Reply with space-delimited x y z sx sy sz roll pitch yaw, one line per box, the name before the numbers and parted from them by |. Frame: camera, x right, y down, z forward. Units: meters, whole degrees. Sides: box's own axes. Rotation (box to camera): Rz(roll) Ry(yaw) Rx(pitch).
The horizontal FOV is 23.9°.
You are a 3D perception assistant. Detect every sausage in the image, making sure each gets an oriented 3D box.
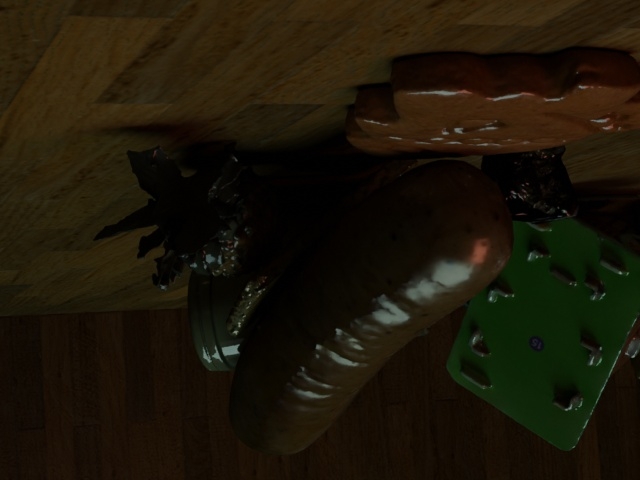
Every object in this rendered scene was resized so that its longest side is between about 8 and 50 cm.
sausage | 0.018 0.079 1.421 0.136 0.123 0.501 8 147 -25

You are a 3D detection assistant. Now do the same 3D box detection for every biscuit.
biscuit | 0.132 -0.096 1.207 0.284 0.043 0.306 0 173 -31
biscuit | 0.000 0.000 1.477 0.231 0.025 0.131 -40 171 -28

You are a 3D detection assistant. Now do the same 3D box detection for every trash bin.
trash bin | -0.004 0.034 1.658 0.247 0.121 0.243 -8 -149 13

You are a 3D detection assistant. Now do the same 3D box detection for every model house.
model house | 0.310 0.025 1.992 0.340 0.300 0.323 33 -144 23

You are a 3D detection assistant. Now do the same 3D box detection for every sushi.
sushi | 0.186 -0.061 1.384 0.083 0.085 0.056 0 171 -37

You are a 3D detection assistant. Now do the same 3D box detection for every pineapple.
pineapple | -0.111 -0.017 1.363 0.130 0.119 0.277 -22 174 8
